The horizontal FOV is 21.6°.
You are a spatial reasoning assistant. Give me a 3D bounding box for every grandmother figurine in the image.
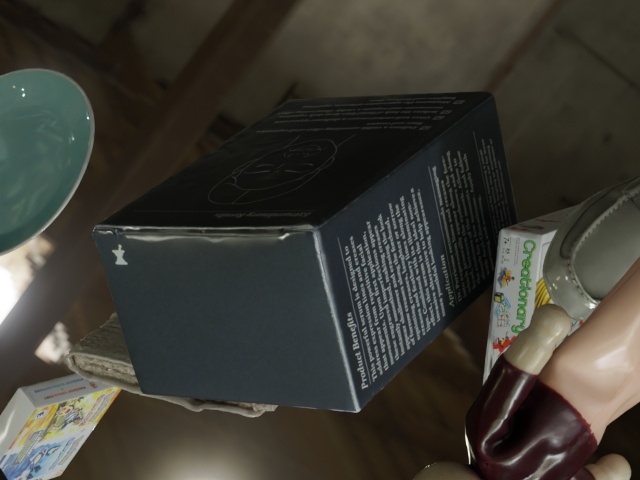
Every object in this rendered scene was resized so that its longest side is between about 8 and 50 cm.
[{"bbox_3d":[0.175,0.126,1.230,0.208,0.342,0.104,56,167,-31],"label":"grandmother figurine"}]

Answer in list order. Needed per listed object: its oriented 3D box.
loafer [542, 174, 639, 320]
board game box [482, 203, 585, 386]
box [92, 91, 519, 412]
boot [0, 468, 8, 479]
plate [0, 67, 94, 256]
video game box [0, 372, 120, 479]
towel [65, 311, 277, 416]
[{"bbox_3d":[0.332,-0.022,1.617,0.319,0.111,0.112,-35,-85,-38],"label":"loafer"},{"bbox_3d":[0.266,0.067,1.890,0.053,0.193,0.305,9,-169,25],"label":"board game box"},{"bbox_3d":[0.000,0.000,1.864,0.293,0.212,0.395,1,-155,35],"label":"box"},{"bbox_3d":[-0.387,0.374,2.032,0.236,0.085,0.179,56,154,15],"label":"boot"},{"bbox_3d":[-0.265,-0.061,1.414,0.188,0.188,0.024,51,-176,39],"label":"plate"},{"bbox_3d":[-0.391,0.270,2.343,0.048,0.205,0.187,46,-151,18],"label":"video game box"},{"bbox_3d":[-0.152,0.142,2.102,0.282,0.049,0.187,12,-152,22],"label":"towel"}]
